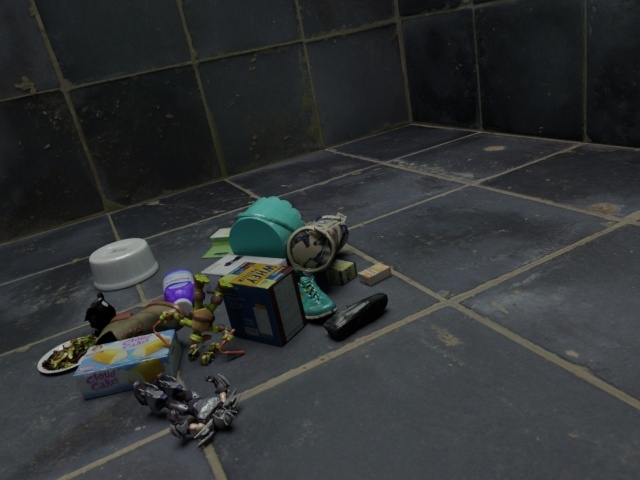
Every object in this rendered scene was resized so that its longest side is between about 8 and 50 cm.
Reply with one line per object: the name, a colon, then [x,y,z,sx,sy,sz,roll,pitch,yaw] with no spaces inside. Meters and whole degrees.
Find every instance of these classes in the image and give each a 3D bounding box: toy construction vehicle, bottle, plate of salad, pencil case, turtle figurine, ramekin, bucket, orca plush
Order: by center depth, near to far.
turtle figurine: [-0.328,0.219,1.503,0.270,0.217,0.087,18,6,-9]
toy construction vehicle: [-0.350,0.329,1.547,0.086,0.035,0.098,-2,24,23]
plate of salad: [-0.819,0.362,1.685,0.200,0.048,0.199,-9,22,4]
orca plush: [-0.727,0.247,1.776,0.102,0.151,0.287,6,-25,-14]
pencil case: [0.000,0.000,1.871,0.160,0.183,0.410,21,12,6]
bottle: [-0.511,0.193,1.888,0.118,0.092,0.283,-15,22,-12]
bucket: [-0.217,-0.023,2.060,0.282,0.280,0.183,-2,27,23]
ramekin: [-0.859,0.096,2.244,0.278,0.135,0.277,-10,22,4]

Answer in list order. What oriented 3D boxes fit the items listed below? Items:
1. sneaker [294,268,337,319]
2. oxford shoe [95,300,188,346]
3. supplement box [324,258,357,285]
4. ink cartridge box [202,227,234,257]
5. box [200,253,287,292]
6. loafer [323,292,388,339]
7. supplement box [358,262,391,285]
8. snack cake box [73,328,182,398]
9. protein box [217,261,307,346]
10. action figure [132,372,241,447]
sneaker: [-0.039,0.175,1.675,0.107,0.109,0.275,-20,24,-21]
oxford shoe: [-0.562,0.287,1.623,0.349,0.122,0.130,-21,19,30]
supplement box: [0.072,0.112,1.846,0.083,0.056,0.083,11,30,44]
ink cartridge box: [-0.425,0.004,2.368,0.171,0.056,0.235,-4,21,17]
box: [-0.281,0.131,1.932,0.290,0.087,0.169,3,26,33]
loafer: [0.108,0.214,1.547,0.223,0.076,0.078,-28,35,-28]
supplement box: [0.190,0.117,1.801,0.099,0.036,0.062,-24,24,-29]
snack cake box: [-0.553,0.357,1.509,0.265,0.089,0.152,-12,23,-3]
protein box: [-0.175,0.190,1.580,0.200,0.201,0.136,4,26,34]
action figure: [-0.323,0.403,1.274,0.285,0.099,0.185,6,22,31]
